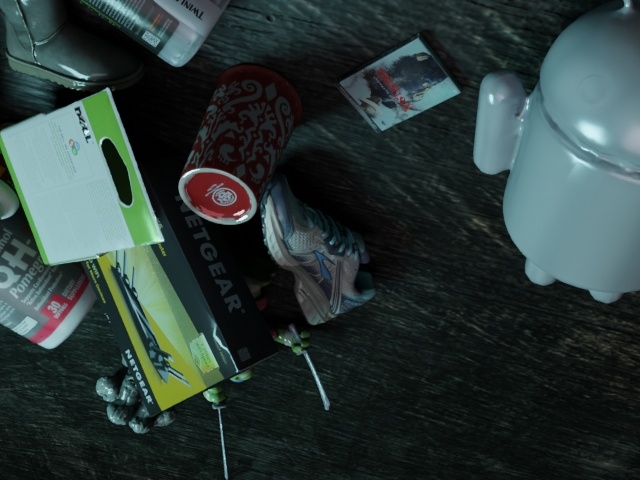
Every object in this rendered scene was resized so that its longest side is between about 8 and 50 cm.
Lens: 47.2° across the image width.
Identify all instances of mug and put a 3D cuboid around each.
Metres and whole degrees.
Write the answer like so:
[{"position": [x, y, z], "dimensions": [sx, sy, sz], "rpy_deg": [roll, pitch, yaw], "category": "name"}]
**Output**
[{"position": [-0.097, -0.098, 0.870], "dimensions": [0.113, 0.169, 0.150], "rpy_deg": [15, 141, 0], "category": "mug"}]

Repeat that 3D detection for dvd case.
[{"position": [0.088, -0.177, 0.838], "dimensions": [0.120, 0.013, 0.087], "rpy_deg": [-20, 129, 37], "category": "dvd case"}]

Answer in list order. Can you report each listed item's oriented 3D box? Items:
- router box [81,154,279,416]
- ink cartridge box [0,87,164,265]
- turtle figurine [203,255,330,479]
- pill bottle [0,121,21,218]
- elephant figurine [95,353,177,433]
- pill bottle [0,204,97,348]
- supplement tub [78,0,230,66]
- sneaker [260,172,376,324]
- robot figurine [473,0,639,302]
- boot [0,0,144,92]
[{"position": [-0.219, 0.071, 1.047], "dimensions": [0.243, 0.081, 0.308], "rpy_deg": [-34, 80, 42], "category": "router box"}, {"position": [-0.273, -0.080, 0.916], "dimensions": [0.255, 0.097, 0.188], "rpy_deg": [-8, 104, 39], "category": "ink cartridge box"}, {"position": [-0.099, 0.179, 1.177], "dimensions": [0.198, 0.274, 0.266], "rpy_deg": [-12, 134, -9], "category": "turtle figurine"}, {"position": [-0.446, -0.086, 1.016], "dimensions": [0.086, 0.152, 0.086], "rpy_deg": [9, 141, 8], "category": "pill bottle"}, {"position": [-0.291, 0.227, 1.350], "dimensions": [0.169, 0.186, 0.239], "rpy_deg": [6, 126, -47], "category": "elephant figurine"}, {"position": [-0.512, 0.020, 1.147], "dimensions": [0.319, 0.176, 0.176], "rpy_deg": [37, 137, -25], "category": "pill bottle"}, {"position": [-0.190, -0.273, 0.736], "dimensions": [0.190, 0.117, 0.117], "rpy_deg": [33, 138, -21], "category": "supplement tub"}, {"position": [0.000, 0.000, 1.032], "dimensions": [0.122, 0.110, 0.283], "rpy_deg": [-17, 136, 10], "category": "sneaker"}, {"position": [0.299, -0.088, 0.724], "dimensions": [0.300, 0.199, 0.353], "rpy_deg": [13, 141, 9], "category": "robot figurine"}, {"position": [-0.300, -0.276, 0.818], "dimensions": [0.190, 0.076, 0.208], "rpy_deg": [10, 134, 4], "category": "boot"}]
